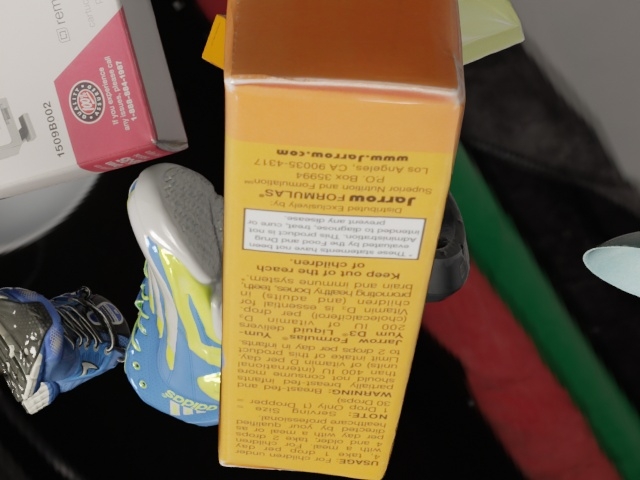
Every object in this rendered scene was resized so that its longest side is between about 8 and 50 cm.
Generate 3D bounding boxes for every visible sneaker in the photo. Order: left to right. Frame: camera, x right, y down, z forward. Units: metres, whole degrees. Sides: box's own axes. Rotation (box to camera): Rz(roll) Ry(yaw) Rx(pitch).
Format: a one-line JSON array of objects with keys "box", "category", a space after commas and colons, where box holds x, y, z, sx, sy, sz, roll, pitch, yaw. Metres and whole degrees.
[{"box": [-0.291, 0.098, 1.524, 0.130, 0.147, 0.330, 60, 168, 6], "category": "sneaker"}, {"box": [-0.092, 0.054, 0.898, 0.091, 0.126, 0.240, -83, -28, -45], "category": "sneaker"}]

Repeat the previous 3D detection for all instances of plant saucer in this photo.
[{"box": [0.351, 0.027, 1.328, 0.195, 0.195, 0.037, 29, -106, -43], "category": "plant saucer"}]

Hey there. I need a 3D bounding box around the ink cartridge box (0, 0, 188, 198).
[{"box": [-0.272, -0.134, 1.097, 0.117, 0.283, 0.207, -32, -73, -81], "category": "ink cartridge box"}]

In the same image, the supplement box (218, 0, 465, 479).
[{"box": [0.000, 0.000, 0.519, 0.233, 0.080, 0.078, 93, 178, -50], "category": "supplement box"}]

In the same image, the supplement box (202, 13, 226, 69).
[{"box": [-0.029, -0.133, 1.000, 0.062, 0.036, 0.098, 33, -157, 31], "category": "supplement box"}]

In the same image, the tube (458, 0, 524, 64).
[{"box": [0.017, -0.172, 0.586, 0.062, 0.070, 0.240, -3, -110, -22], "category": "tube"}]

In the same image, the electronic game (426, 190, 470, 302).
[{"box": [0.028, -0.043, 1.079, 0.229, 0.048, 0.229, 32, -151, -20], "category": "electronic game"}]
